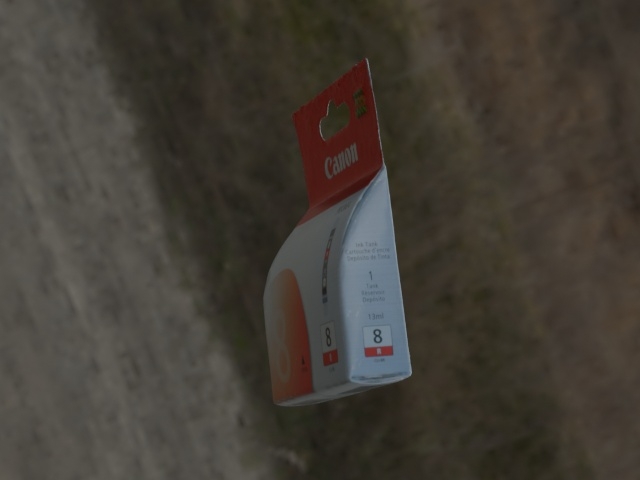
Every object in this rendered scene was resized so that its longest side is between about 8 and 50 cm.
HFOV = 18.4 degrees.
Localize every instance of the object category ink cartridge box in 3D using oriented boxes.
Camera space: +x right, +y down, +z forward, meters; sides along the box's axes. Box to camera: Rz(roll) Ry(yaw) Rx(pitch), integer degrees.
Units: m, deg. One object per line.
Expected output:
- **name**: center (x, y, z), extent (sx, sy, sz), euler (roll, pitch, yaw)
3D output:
- **ink cartridge box**: center (0.000, 0.000, 1.135), extent (0.145, 0.045, 0.179), euler (151, -70, -70)
